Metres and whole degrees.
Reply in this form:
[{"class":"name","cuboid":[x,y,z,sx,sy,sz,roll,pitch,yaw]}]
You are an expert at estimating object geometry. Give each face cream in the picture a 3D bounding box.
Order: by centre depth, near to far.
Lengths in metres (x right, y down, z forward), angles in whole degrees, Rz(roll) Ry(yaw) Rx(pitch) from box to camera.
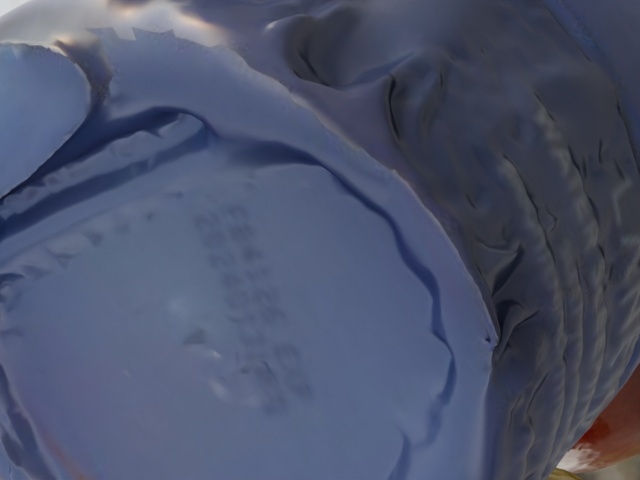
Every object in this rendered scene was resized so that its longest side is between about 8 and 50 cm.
[{"class":"face cream","cuboid":[0.000,0.000,0.543,0.225,0.249,0.249,-38,-66,-50]}]

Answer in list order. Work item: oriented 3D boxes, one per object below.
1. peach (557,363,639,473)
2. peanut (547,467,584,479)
[{"class":"peach","cuboid":[0.172,0.057,1.077,0.249,0.274,0.245,69,156,5]},{"class":"peanut","cuboid":[0.071,0.169,0.734,0.103,0.229,0.098,59,-144,-30]}]
